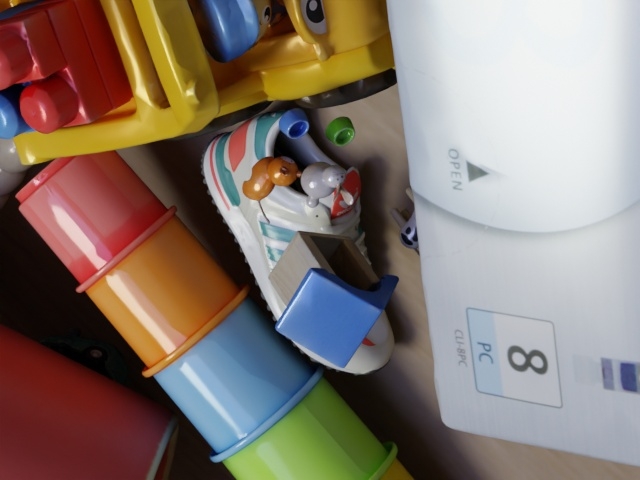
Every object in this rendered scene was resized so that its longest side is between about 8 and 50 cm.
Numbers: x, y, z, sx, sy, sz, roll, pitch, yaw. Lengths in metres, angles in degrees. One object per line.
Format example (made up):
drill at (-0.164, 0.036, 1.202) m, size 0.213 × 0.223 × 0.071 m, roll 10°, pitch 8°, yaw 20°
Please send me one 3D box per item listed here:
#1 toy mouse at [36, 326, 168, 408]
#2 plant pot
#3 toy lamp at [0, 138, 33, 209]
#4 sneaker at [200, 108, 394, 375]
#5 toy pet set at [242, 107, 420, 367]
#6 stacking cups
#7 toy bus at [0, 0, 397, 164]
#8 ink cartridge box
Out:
toy mouse at (-0.145, 0.110, 1.274) m, size 0.143 × 0.031 × 0.161 m, roll -14°, pitch 107°, yaw 36°
plant pot at (-0.226, 0.159, 1.166) m, size 0.243 × 0.275 × 0.275 m, roll 16°, pitch 126°, yaw 1°
toy lamp at (-0.205, -0.032, 1.211) m, size 0.080 × 0.080 × 0.274 m, roll 47°, pitch 133°, yaw 6°
sneaker at (0.000, 0.000, 1.090) m, size 0.075 × 0.057 × 0.161 m, roll -30°, pitch 92°, yaw 48°
toy pet set at (0.017, 0.003, 1.013) m, size 0.114 × 0.122 × 0.065 m, roll -58°, pitch 46°, yaw 27°
stacking cups at (-0.047, 0.073, 1.129) m, size 0.316 × 0.096 × 0.096 m, roll 51°, pitch 133°, yaw -2°
toy bus at (-0.080, -0.113, 0.987) m, size 0.220 × 0.211 × 0.149 m, roll -7°, pitch 108°, yaw 37°
ink cartridge box at (0.218, -0.031, 0.892) m, size 0.385 × 0.091 × 0.308 m, roll 9°, pitch 119°, yaw 34°
